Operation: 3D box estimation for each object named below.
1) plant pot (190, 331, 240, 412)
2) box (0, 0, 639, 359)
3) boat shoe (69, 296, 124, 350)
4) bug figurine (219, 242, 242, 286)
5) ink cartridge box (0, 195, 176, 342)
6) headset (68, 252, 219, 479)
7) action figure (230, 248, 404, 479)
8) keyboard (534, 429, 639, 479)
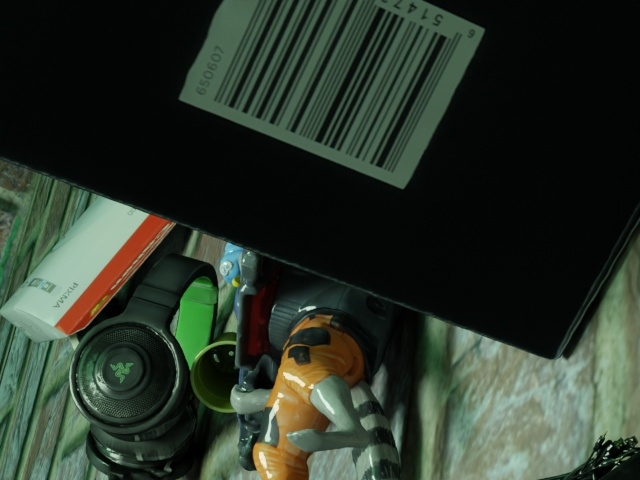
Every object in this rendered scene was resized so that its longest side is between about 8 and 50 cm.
[{"bbox_3d":[-0.101,0.138,1.524,0.079,0.083,0.083,-98,33,-74],"label":"plant pot"},{"bbox_3d":[-0.029,-0.193,1.055,0.297,0.480,0.472,-64,20,15],"label":"box"},{"bbox_3d":[-0.346,0.126,2.199,0.079,0.084,0.233,-29,21,6],"label":"boat shoe"},{"bbox_3d":[-0.039,-0.078,1.527,0.279,0.072,0.216,-58,11,24],"label":"bug figurine"},{"bbox_3d":[-0.326,0.007,2.059,0.308,0.091,0.385,-51,12,-19],"label":"ink cartridge box"},{"bbox_3d":[-0.183,0.201,1.548,0.243,0.185,0.394,91,-161,-52],"label":"headset"},{"bbox_3d":[0.002,0.133,1.211,0.330,0.178,0.341,-79,-4,-46],"label":"action figure"},{"bbox_3d":[0.185,0.166,0.818,0.192,0.038,0.100,-48,51,43],"label":"keyboard"}]
